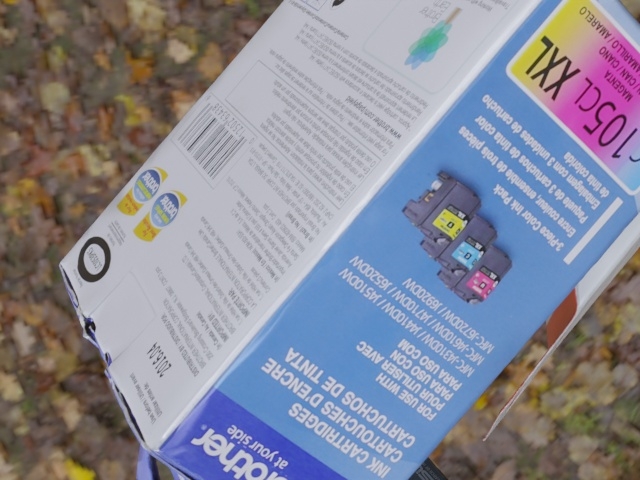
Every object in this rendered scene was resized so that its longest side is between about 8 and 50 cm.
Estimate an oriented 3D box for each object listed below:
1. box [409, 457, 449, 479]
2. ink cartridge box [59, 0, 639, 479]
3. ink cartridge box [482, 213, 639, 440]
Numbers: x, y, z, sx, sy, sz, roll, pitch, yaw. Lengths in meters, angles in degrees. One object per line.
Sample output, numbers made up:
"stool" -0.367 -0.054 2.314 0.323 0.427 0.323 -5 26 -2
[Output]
"box" 0.069 0.280 1.022 0.232 0.183 0.059 47 142 17
"ink cartridge box" 0.000 0.000 0.848 0.395 0.270 0.151 -48 118 2
"ink cartridge box" 0.167 0.019 0.944 0.066 0.189 0.232 42 83 12
